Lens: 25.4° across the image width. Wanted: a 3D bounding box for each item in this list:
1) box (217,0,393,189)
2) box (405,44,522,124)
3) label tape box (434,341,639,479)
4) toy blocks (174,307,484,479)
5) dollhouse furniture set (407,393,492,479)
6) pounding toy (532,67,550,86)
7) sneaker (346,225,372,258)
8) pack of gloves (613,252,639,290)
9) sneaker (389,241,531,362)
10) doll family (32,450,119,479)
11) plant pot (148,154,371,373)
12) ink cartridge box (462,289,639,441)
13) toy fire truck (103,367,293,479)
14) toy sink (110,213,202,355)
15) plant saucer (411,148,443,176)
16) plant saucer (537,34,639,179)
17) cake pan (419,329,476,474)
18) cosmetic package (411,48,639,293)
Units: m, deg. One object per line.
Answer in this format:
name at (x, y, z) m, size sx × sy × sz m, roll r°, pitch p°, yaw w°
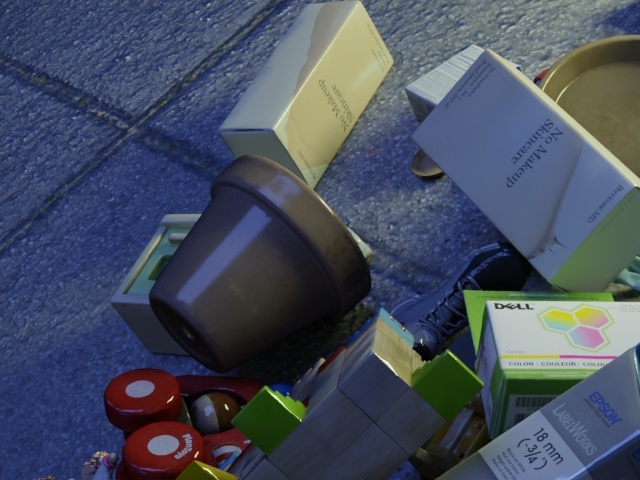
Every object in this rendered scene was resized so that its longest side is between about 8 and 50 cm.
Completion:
box at (-0.020, -0.234, 2.303) m, size 0.121 × 0.148 × 0.311 m, roll 2°, pitch 50°, yaw 39°
box at (0.222, -0.219, 2.144) m, size 0.137 × 0.072 × 0.126 m, roll -33°, pitch 35°, yaw -13°
label tape box at (0.285, 0.259, 1.390) m, size 0.334 × 0.240 × 0.106 m, roll -34°, pitch 35°, yaw -1°
toy blocks at (-0.004, 0.212, 1.450) m, size 0.381 × 0.191 × 0.261 m, roll -47°, pitch 3°, yaw 11°
dollhouse furniture set at (0.044, 0.328, 1.574) m, size 0.201 × 0.152 × 0.374 m, roll 11°, pitch 54°, yaw 45°
pounding toy at (0.304, -0.153, 1.981) m, size 0.237 × 0.110 × 0.183 m, roll -32°, pitch 35°, yaw 2°
sneaker at (0.000, 0.000, 2.077) m, size 0.071 × 0.068 × 0.170 m, roll -47°, pitch 38°, yaw -9°
pack of gloves at (0.326, 0.071, 1.771) m, size 0.232 × 0.046 × 0.195 m, roll 15°, pitch 71°, yaw 47°
sneaker at (0.162, 0.099, 1.765) m, size 0.229 × 0.086 × 0.132 m, roll -38°, pitch 9°, yaw 31°
doll family at (-0.316, 0.372, 1.719) m, size 0.118 × 0.263 × 0.163 m, roll 3°, pitch 25°, yaw -28°
plant pot at (-0.098, 0.053, 1.910) m, size 0.229 × 0.263 × 0.263 m, roll -44°, pitch 36°, yaw -20°
ink cartridge box at (0.262, 0.102, 1.544) m, size 0.189 × 0.097 × 0.255 m, roll 1°, pitch 36°, yaw -5°
toy fire truck at (-0.131, 0.269, 1.804) m, size 0.254 × 0.169 × 0.302 m, roll -11°, pitch 31°, yaw -14°
toy sink at (-0.175, 0.042, 2.104) m, size 0.153 × 0.131 × 0.234 m, roll 2°, pitch 48°, yaw 39°
plant saucer at (0.176, -0.121, 2.124) m, size 0.083 × 0.015 × 0.083 m, roll -21°, pitch 37°, yaw 16°
plant saucer at (0.418, -0.159, 1.877) m, size 0.278 × 0.041 × 0.277 m, roll -3°, pitch 55°, yaw 4°
cake pan at (0.232, 0.193, 1.654) m, size 0.293 × 0.054 × 0.293 m, roll -22°, pitch 40°, yaw 20°
cosmetic package at (0.270, -0.083, 1.769) m, size 0.160 × 0.113 × 0.309 m, roll -51°, pitch 48°, yaw 12°
